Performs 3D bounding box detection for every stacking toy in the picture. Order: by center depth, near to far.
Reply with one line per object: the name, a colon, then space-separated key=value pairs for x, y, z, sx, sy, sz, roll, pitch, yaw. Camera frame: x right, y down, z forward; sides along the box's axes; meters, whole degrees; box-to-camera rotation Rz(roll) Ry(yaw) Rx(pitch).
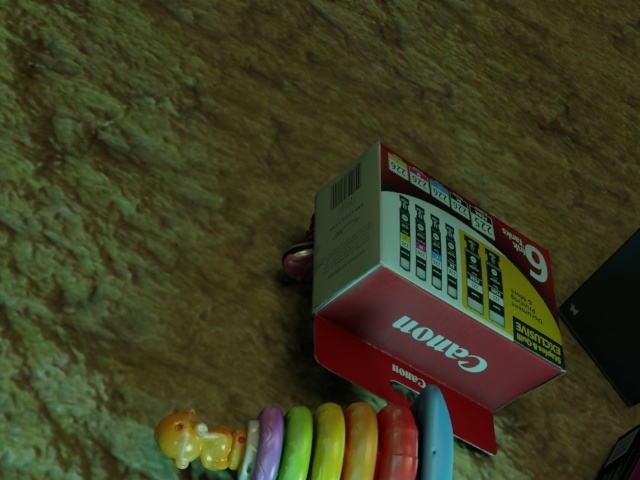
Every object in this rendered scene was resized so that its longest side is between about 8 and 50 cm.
stacking toy: x=-0.026 y=0.232 z=1.209 sx=0.302 sy=0.165 sz=0.175 roll=11 pitch=56 yaw=-8

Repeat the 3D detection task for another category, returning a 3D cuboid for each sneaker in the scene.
sneaker: x=0.000 y=0.000 z=1.486 sx=0.170 sy=0.063 sz=0.075 roll=-20 pitch=64 yaw=-47

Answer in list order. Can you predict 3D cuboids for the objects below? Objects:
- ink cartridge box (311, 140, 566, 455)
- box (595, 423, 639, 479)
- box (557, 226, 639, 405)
ink cartridge box: x=0.146 y=0.076 z=1.407 sx=0.309 sy=0.130 sz=0.271 roll=29 pitch=41 yaw=-28
box: x=0.417 y=0.321 z=1.378 sx=0.142 sy=0.163 sz=0.247 roll=44 pitch=43 yaw=5
box: x=0.565 y=0.035 z=1.601 sx=0.313 sy=0.343 sz=0.179 roll=-15 pitch=62 yaw=-40
